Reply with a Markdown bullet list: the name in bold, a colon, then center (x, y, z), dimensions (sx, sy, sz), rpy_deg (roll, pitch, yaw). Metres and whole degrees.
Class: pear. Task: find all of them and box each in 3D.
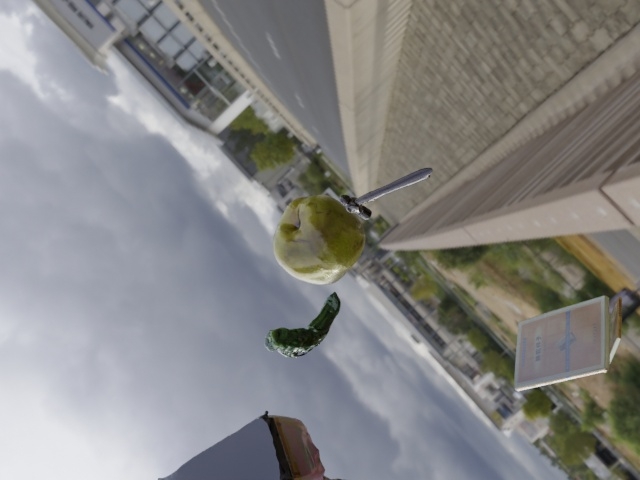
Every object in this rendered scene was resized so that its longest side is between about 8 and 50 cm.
- **pear**: center (0.000, 0.000, 1.502), dimensions (0.200, 0.200, 0.200), rpy_deg (47, -177, -3)

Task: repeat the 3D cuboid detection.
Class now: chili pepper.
- **chili pepper**: center (-0.023, 0.166, 1.298), dimensions (0.050, 0.182, 0.073), rpy_deg (-25, 94, 51)

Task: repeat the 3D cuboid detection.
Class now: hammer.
- **hammer**: center (0.112, -0.081, 1.115), dimensions (0.065, 0.178, 0.021), rpy_deg (34, -131, -33)

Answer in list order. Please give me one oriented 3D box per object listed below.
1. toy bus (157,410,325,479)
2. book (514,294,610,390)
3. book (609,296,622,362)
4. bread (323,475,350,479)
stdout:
- **toy bus**: center (-0.176, 0.518, 1.466), dimensions (0.162, 0.386, 0.171), rpy_deg (22, -140, -49)
- **book**: center (0.516, 0.224, 1.501), dimensions (0.018, 0.170, 0.241), rpy_deg (27, 147, -22)
- **book**: center (0.735, 0.236, 1.752), dimensions (0.012, 0.118, 0.172), rpy_deg (16, -144, 14)
- **bread**: center (0.054, 0.737, 1.857), dimensions (0.277, 0.167, 0.324), rpy_deg (-7, 147, 41)
